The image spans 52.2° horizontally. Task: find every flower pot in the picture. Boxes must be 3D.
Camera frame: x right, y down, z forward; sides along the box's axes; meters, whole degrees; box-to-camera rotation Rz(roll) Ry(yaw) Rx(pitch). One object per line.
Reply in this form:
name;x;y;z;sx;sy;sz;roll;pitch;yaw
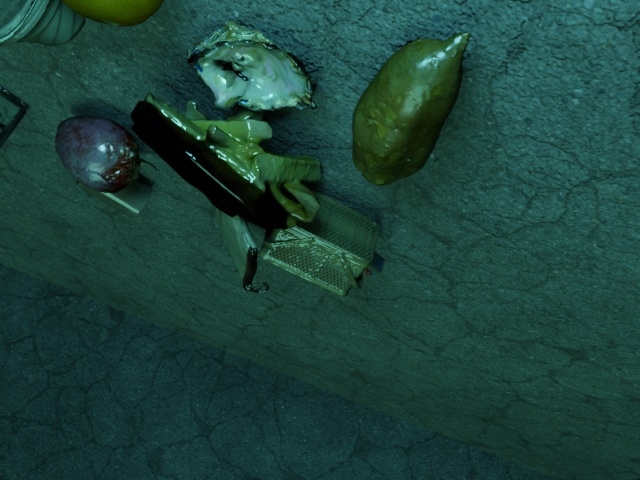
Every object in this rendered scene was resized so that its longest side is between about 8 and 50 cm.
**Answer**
flower pot;-0.501;-0.433;1.150;0.235;0.236;0.140;6;175;31

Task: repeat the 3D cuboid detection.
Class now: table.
table;-0.994;-0.315;1.670;0.335;0.272;0.222;37;150;-28

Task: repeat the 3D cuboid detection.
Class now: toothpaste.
toothpaste;0.079;0.026;1.740;0.193;0.044;0.070;38;152;-28

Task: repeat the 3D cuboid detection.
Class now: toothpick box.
toothpick box;-0.580;-0.154;1.840;0.180;0.111;0.111;34;152;-26

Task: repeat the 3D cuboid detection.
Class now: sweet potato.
sweet potato;0.139;-0.223;1.092;0.157;0.158;0.370;22;155;1

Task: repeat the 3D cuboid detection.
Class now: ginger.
ginger;-0.188;-0.194;1.395;0.413;0.211;0.358;41;168;-19

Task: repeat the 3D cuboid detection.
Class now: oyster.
oyster;-0.132;-0.310;1.213;0.259;0.092;0.198;2;149;19

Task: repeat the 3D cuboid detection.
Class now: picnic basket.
picnic basket;0.000;0.000;1.568;0.266;0.165;0.139;26;129;-10

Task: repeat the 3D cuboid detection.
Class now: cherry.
cherry;-0.557;-0.224;1.626;0.249;0.175;0.192;34;-177;8

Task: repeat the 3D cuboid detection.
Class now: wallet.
wallet;-0.211;-0.018;1.697;0.275;0.068;0.335;63;165;16

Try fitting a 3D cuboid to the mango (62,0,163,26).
mango;-0.348;-0.472;0.971;0.211;0.173;0.317;1;139;24
